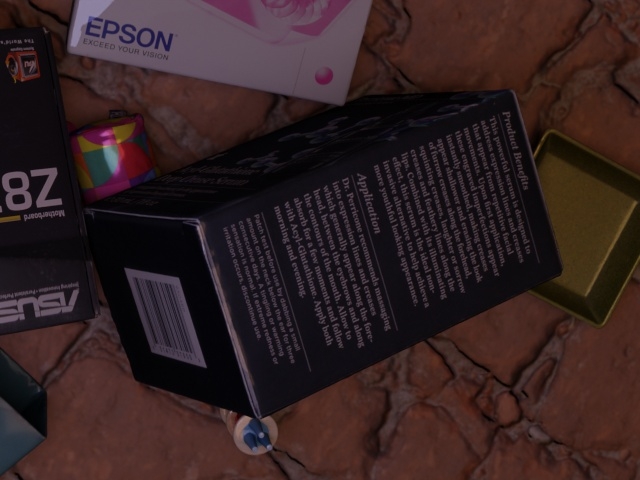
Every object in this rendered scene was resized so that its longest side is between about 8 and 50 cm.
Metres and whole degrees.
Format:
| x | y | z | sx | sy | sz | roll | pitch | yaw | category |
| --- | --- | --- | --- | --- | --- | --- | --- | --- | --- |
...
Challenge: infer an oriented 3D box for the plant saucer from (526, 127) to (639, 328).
| x | y | z | sx | sy | sz | roll | pitch | yaw | category |
| --- | --- | --- | --- | --- | --- | --- | --- | --- | --- |
| 0.301 | -0.016 | 1.970 | 0.188 | 0.045 | 0.188 | 27 | 94 | -16 | plant saucer |

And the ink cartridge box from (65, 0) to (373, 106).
| x | y | z | sx | sy | sz | roll | pitch | yaw | category |
| --- | --- | --- | --- | --- | --- | --- | --- | --- | --- |
| -0.090 | -0.334 | 1.782 | 0.324 | 0.071 | 0.330 | 9 | 111 | -14 | ink cartridge box |

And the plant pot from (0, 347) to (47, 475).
| x | y | z | sx | sy | sz | roll | pitch | yaw | category |
| --- | --- | --- | --- | --- | --- | --- | --- | --- | --- |
| -0.441 | 0.217 | 1.791 | 0.234 | 0.166 | 0.165 | -44 | 106 | 2 | plant pot |

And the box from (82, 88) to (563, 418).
| x | y | z | sx | sy | sz | roll | pitch | yaw | category |
| --- | --- | --- | --- | --- | --- | --- | --- | --- | --- |
| 0.000 | 0.000 | 1.723 | 0.395 | 0.293 | 0.212 | -23 | 104 | -28 | box |

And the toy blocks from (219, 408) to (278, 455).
| x | y | z | sx | sy | sz | roll | pitch | yaw | category |
| --- | --- | --- | --- | --- | --- | --- | --- | --- | --- |
| -0.060 | 0.183 | 1.873 | 0.054 | 0.148 | 0.123 | 34 | 92 | -16 | toy blocks |

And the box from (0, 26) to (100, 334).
| x | y | z | sx | sy | sz | roll | pitch | yaw | category |
| --- | --- | --- | --- | --- | --- | --- | --- | --- | --- |
| -0.435 | -0.044 | 1.633 | 0.394 | 0.097 | 0.318 | -8 | 88 | -37 | box |

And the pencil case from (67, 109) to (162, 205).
| x | y | z | sx | sy | sz | roll | pitch | yaw | category |
| --- | --- | --- | --- | --- | --- | --- | --- | --- | --- |
| -0.215 | -0.030 | 1.827 | 0.104 | 0.104 | 0.236 | -18 | 102 | -9 | pencil case |
